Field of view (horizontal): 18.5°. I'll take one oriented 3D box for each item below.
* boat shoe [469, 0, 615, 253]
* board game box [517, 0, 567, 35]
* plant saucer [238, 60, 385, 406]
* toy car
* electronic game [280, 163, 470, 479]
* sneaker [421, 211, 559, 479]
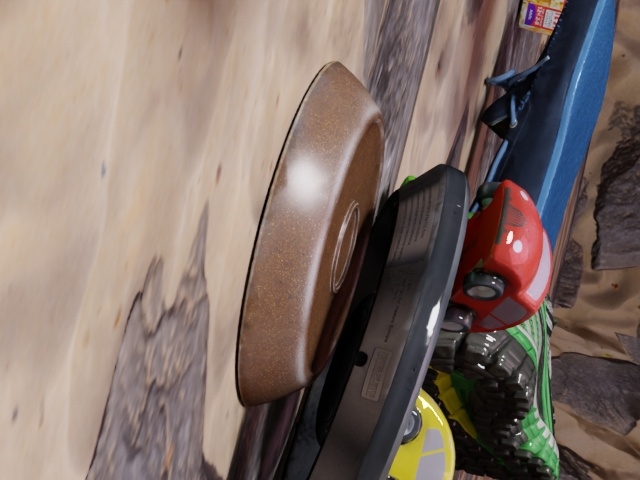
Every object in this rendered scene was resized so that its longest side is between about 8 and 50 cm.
[{"bbox_3d":[0.166,-0.091,1.589,0.258,0.089,0.109,-69,157,-8],"label":"boat shoe"},{"bbox_3d":[0.221,-0.294,1.704,0.147,0.045,0.193,-61,163,-56],"label":"board game box"},{"bbox_3d":[0.000,0.000,0.924,0.168,0.029,0.168,14,90,-80],"label":"plant saucer"},{"bbox_3d":[0.069,0.036,1.113,0.225,0.053,0.239,-93,-157,-60],"label":"toy car"},{"bbox_3d":[0.027,0.070,0.995,0.229,0.048,0.229,-160,-90,-87],"label":"electronic game"},{"bbox_3d":[0.139,0.096,1.544,0.343,0.134,0.146,83,23,-64],"label":"sneaker"}]
